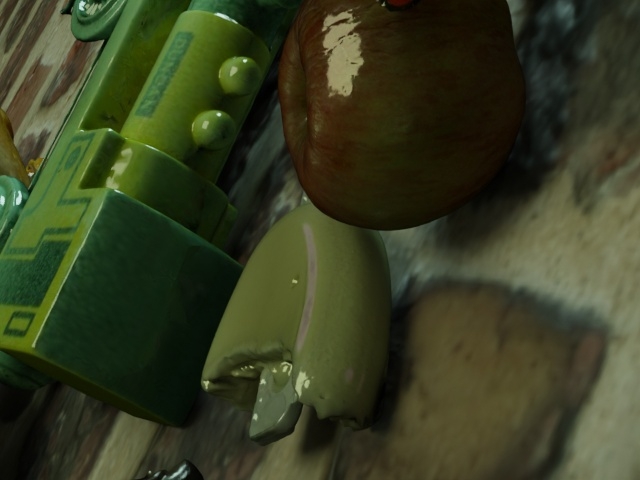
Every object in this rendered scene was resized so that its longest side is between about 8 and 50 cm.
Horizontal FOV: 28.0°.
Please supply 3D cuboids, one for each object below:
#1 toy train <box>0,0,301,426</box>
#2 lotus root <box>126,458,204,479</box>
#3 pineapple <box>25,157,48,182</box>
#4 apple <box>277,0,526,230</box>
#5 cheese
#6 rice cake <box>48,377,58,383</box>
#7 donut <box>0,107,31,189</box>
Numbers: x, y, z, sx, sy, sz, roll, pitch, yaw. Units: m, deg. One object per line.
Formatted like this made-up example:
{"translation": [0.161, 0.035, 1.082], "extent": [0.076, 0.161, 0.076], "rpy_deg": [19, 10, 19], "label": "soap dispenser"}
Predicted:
{"translation": [-0.111, -0.069, 0.855], "extent": [0.237, 0.150, 0.369], "rpy_deg": [1, 63, 54], "label": "toy train"}
{"translation": [-0.102, 0.189, 0.538], "extent": [0.118, 0.125, 0.221], "rpy_deg": [-1, 58, 18], "label": "lotus root"}
{"translation": [-0.296, -0.017, 1.271], "extent": [0.137, 0.069, 0.116], "rpy_deg": [-56, 16, -14], "label": "pineapple"}
{"translation": [0.036, -0.066, 0.579], "extent": [0.126, 0.102, 0.126], "rpy_deg": [177, 90, -77], "label": "apple"}
{"translation": [0.001, 0.000, 0.650], "extent": [0.127, 0.049, 0.235], "rpy_deg": [-31, 37, 50], "label": "cheese"}
{"translation": [-0.213, 0.028, 1.035], "extent": [0.069, 0.063, 0.206], "rpy_deg": [-34, 35, 35], "label": "rice cake"}
{"translation": [-0.403, -0.016, 1.084], "extent": [0.317, 0.299, 0.150], "rpy_deg": [-32, 71, 7], "label": "donut"}
